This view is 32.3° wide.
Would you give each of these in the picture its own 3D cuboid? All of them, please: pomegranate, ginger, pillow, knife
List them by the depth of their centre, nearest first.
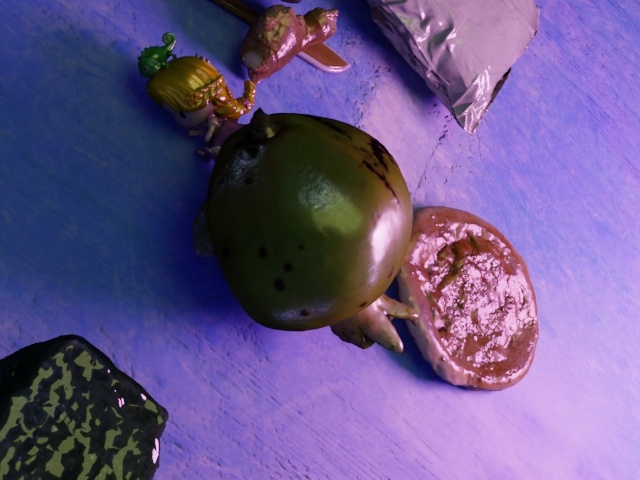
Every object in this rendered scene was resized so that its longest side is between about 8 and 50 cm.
[{"bbox_3d":[0.000,0.000,1.283,0.341,0.260,0.260,48,50,-29],"label":"pomegranate"},{"bbox_3d":[-0.042,-0.273,1.432,0.067,0.096,0.165,35,57,26],"label":"ginger"},{"bbox_3d":[-0.060,-0.291,1.482,0.256,0.022,0.046,28,54,-26],"label":"knife"},{"bbox_3d":[0.208,-0.343,1.633,0.283,0.138,0.310,54,52,-19],"label":"pillow"}]

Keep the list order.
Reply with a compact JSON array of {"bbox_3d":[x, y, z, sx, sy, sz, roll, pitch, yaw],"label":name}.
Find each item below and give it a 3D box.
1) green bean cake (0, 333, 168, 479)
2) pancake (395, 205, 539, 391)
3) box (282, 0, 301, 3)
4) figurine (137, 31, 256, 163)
[{"bbox_3d":[-0.239,0.287,1.033,0.308,0.169,0.300,43,54,-17],"label":"green bean cake"},{"bbox_3d":[0.203,0.078,1.524,0.282,0.049,0.283,15,65,-36],"label":"pancake"},{"bbox_3d":[-0.100,-0.402,1.441,0.212,0.042,0.201,32,31,-22],"label":"box"},{"bbox_3d":[-0.145,-0.186,1.328,0.156,0.094,0.115,46,63,-19],"label":"figurine"}]
